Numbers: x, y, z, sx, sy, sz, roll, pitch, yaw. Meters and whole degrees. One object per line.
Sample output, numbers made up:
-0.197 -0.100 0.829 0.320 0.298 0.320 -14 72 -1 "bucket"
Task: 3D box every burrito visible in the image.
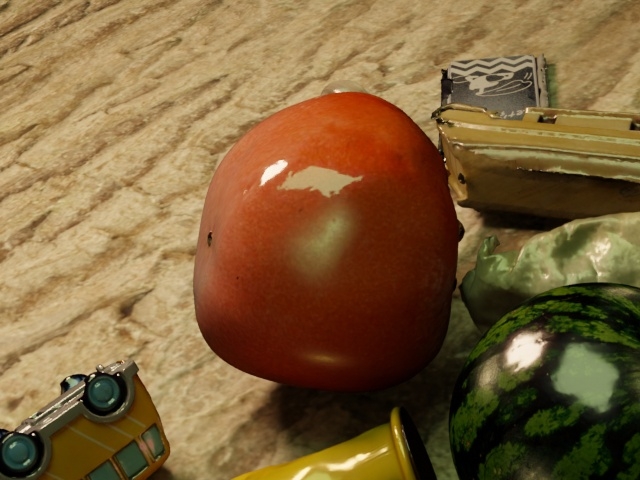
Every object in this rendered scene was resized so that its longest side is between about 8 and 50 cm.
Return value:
0.310 0.071 1.201 0.331 0.190 0.135 -11 45 13 "burrito"

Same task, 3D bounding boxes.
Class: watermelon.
0.242 0.160 1.037 0.269 0.269 0.269 -11 33 7 "watermelon"

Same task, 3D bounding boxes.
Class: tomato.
0.000 0.000 1.278 0.272 0.341 0.341 -1 30 -14 "tomato"

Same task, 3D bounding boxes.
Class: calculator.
0.257 -0.202 1.767 0.165 0.028 0.274 -5 36 11 "calculator"

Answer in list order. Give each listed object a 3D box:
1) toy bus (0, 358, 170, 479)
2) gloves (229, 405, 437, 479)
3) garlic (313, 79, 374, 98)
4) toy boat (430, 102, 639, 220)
-0.260 0.227 1.246 0.209 0.136 0.126 -34 8 -26 "toy bus"
-0.036 0.266 1.156 0.294 0.116 0.133 -22 5 7 "gloves"
0.051 -0.141 1.701 0.194 0.127 0.131 42 95 23 "garlic"
0.356 -0.093 1.483 0.445 0.136 0.162 8 44 26 "toy boat"
